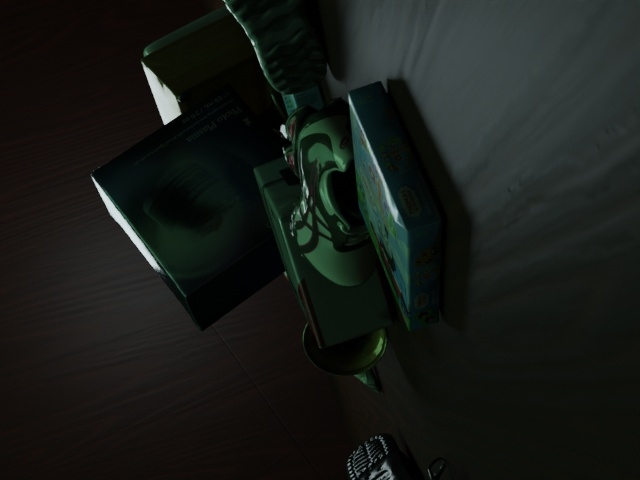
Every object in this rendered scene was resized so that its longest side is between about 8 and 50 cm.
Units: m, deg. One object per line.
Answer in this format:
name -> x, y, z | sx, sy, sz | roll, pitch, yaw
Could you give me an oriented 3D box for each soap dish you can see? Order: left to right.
soap dish -> -0.190, -0.287, 1.990 | 0.118, 0.228, 0.291 | 58, 170, 22

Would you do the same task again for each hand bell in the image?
hand bell -> 0.038, 0.097, 1.705 | 0.242, 0.126, 0.126 | -88, -16, -65

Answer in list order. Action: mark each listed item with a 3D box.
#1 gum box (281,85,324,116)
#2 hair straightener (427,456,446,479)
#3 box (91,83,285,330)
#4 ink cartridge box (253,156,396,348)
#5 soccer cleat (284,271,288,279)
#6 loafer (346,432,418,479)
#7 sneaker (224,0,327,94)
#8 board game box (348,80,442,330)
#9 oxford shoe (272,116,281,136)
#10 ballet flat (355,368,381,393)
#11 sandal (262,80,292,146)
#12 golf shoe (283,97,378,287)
gum box -> -0.046, -0.260, 1.508 | 0.157, 0.041, 0.184 | -137, 30, -81
hair straightener -> 0.182, 0.376, 1.350 | 0.089, 0.047, 0.230 | 81, 174, -61
box -> -0.183, -0.060, 1.881 | 0.294, 0.296, 0.183 | 49, 167, 19
ink cartridge box -> 0.000, 0.000, 1.520 | 0.273, 0.114, 0.197 | -119, 11, -70
soccer cleat -> -0.032, 0.067, 2.242 | 0.248, 0.095, 0.083 | 104, 148, -80
loafer -> 0.136, 0.450, 1.756 | 0.130, 0.133, 0.366 | 49, -167, -19
sneaker -> -0.070, -0.299, 1.254 | 0.281, 0.105, 0.115 | 77, 173, -50
board game box -> 0.073, -0.027, 1.048 | 0.211, 0.039, 0.160 | 82, 169, -60
oxford shoe -> -0.144, -0.227, 2.205 | 0.123, 0.130, 0.348 | -175, 67, -85
ballet flat -> 0.075, 0.226, 1.959 | 0.041, 0.041, 0.114 | 139, 112, -85
sandal -> -0.075, -0.200, 1.941 | 0.219, 0.060, 0.090 | 80, 170, -61
golf shoe -> 0.023, -0.030, 1.258 | 0.120, 0.105, 0.273 | -124, 14, -47
